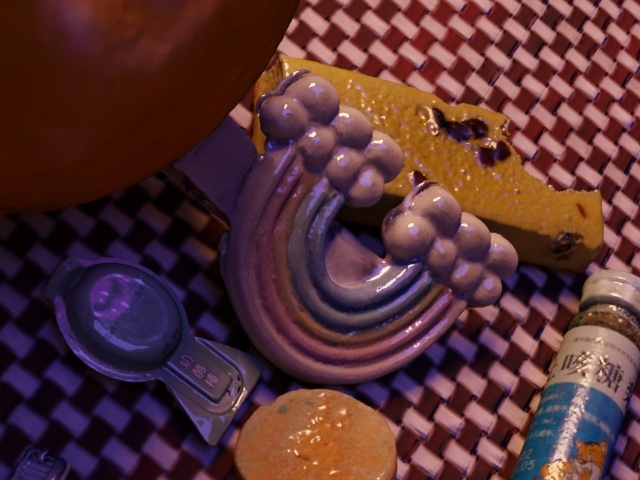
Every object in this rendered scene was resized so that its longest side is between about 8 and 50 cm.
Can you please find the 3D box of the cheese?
[{"bbox_3d":[-0.089,0.051,0.762,0.121,0.026,0.067,37,55,-6],"label":"cheese"}]

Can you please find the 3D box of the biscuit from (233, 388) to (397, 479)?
[{"bbox_3d":[-0.012,0.164,0.698,0.153,0.030,0.234,2,41,6],"label":"biscuit"}]

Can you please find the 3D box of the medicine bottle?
[{"bbox_3d":[0.149,0.102,0.842,0.051,0.051,0.191,33,54,-9],"label":"medicine bottle"}]

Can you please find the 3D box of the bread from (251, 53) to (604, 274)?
[{"bbox_3d":[0.069,-0.043,0.876,0.226,0.049,0.088,12,61,-22],"label":"bread"}]

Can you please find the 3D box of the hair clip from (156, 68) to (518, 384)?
[{"bbox_3d":[0.000,0.000,0.796,0.220,0.054,0.140,40,78,-25],"label":"hair clip"}]

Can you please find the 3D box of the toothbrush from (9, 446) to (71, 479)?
[{"bbox_3d":[-0.176,0.216,0.638,0.024,0.021,0.288,23,56,-2],"label":"toothbrush"}]

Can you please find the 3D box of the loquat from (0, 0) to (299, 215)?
[{"bbox_3d":[-0.155,-0.171,0.665,0.328,0.328,0.328,12,61,-22],"label":"loquat"}]
